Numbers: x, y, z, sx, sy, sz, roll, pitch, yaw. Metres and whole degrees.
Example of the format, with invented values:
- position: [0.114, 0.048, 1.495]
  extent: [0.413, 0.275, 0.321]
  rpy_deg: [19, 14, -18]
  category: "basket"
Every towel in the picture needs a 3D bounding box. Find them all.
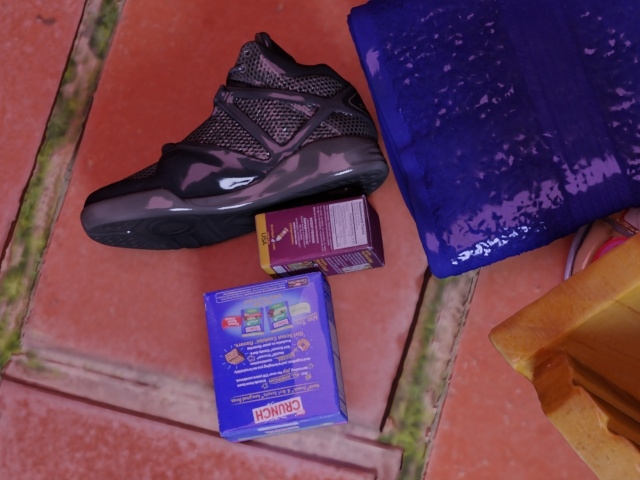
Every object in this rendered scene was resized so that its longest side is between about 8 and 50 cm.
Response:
- position: [0.191, -0.117, 1.248]
  extent: [0.308, 0.076, 0.227]
  rpy_deg: [-20, 69, 10]
  category: "towel"

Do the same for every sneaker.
- position: [-0.074, -0.072, 1.297]
  extent: [0.228, 0.087, 0.130]
  rpy_deg: [-18, 69, 5]
  category: "sneaker"

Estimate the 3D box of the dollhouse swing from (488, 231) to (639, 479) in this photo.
- position: [0.354, 0.105, 0.986]
  extent: [0.305, 0.315, 0.347]
  rpy_deg: [-43, 59, 9]
  category: "dollhouse swing"

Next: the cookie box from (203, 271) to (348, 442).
- position: [-0.033, 0.085, 1.263]
  extent: [0.092, 0.040, 0.107]
  rpy_deg: [-11, 72, 10]
  category: "cookie box"

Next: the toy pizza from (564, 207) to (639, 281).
- position: [0.269, 0.030, 1.210]
  extent: [0.201, 0.032, 0.201]
  rpy_deg: [-4, 74, 12]
  category: "toy pizza"

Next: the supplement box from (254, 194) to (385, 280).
- position: [0.000, 0.000, 1.272]
  extent: [0.083, 0.055, 0.043]
  rpy_deg: [-10, 72, 10]
  category: "supplement box"
